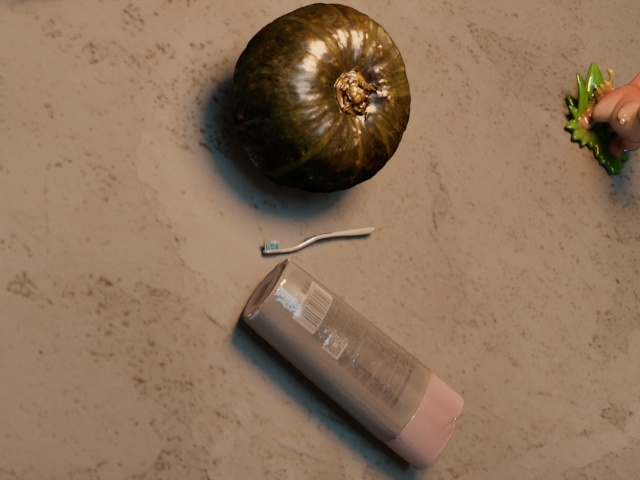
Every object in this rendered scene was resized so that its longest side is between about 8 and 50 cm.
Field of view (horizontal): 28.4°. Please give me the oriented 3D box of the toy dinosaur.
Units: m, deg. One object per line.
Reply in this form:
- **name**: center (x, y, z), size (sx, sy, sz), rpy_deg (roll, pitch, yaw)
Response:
- **toy dinosaur**: center (0.431, -0.190, 1.744), size (0.152, 0.177, 0.194), rpy_deg (47, 50, -9)

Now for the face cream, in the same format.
- **face cream**: center (0.039, 0.137, 1.399), size (0.269, 0.073, 0.107), rpy_deg (40, 58, -13)

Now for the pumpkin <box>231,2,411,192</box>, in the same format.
- **pumpkin**: center (0.000, -0.162, 1.454), size (0.224, 0.157, 0.223), rpy_deg (4, 84, -37)

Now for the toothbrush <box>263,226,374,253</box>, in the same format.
- **toothbrush**: center (0.000, 0.000, 1.473), size (0.162, 0.014, 0.017), rpy_deg (-8, 93, -37)
